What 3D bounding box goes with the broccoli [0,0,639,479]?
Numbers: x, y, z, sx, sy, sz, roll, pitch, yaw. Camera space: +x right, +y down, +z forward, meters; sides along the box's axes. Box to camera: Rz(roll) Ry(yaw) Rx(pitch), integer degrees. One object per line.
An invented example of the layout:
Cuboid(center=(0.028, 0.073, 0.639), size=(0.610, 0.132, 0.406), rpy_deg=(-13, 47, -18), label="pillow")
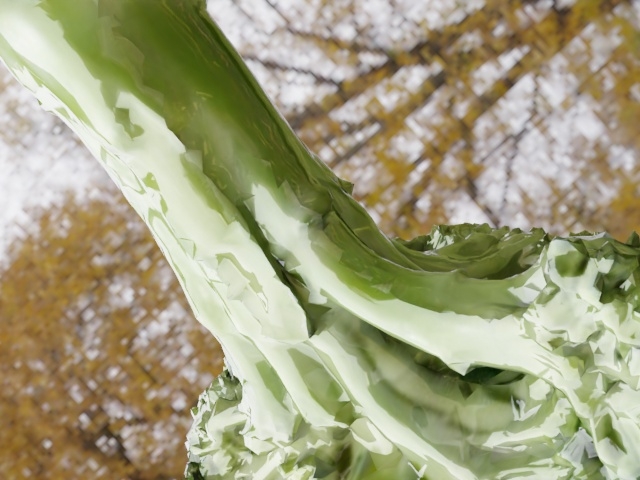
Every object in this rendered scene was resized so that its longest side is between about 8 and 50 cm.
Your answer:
Cuboid(center=(-0.011, 0.026, 0.799), size=(0.397, 0.353, 0.275), rpy_deg=(25, -142, 1), label="broccoli")
